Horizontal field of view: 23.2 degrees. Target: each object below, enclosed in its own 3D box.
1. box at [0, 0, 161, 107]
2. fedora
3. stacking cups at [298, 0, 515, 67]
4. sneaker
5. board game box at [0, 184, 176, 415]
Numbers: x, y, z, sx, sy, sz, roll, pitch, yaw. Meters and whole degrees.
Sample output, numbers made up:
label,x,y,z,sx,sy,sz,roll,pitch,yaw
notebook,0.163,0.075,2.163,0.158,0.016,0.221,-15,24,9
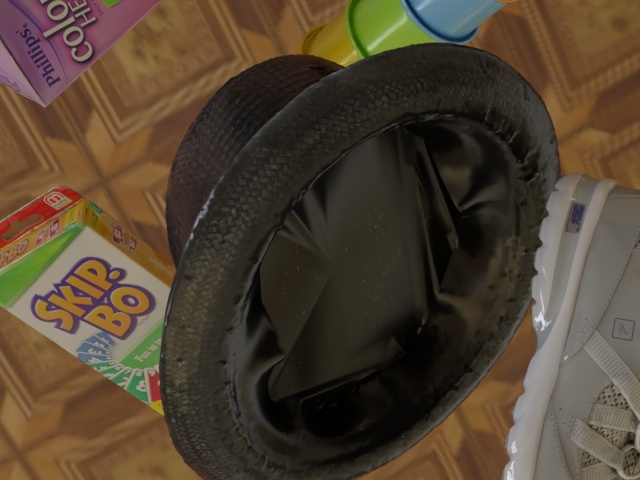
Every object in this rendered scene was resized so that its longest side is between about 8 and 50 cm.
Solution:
label,x,y,z,sx,sy,sz,roll,pitch,yaw
box,-0.213,-0.252,1.214,0.243,0.213,0.117,-46,137,-17
fedora,0.000,0.000,1.001,0.334,0.152,0.334,-23,136,-24
stacking cups,0.106,-0.208,1.201,0.096,0.096,0.316,24,141,-25
sneaker,0.176,0.100,0.903,0.115,0.105,0.281,4,86,23
board game box,-0.166,0.055,1.287,0.124,0.039,0.259,-29,129,26
